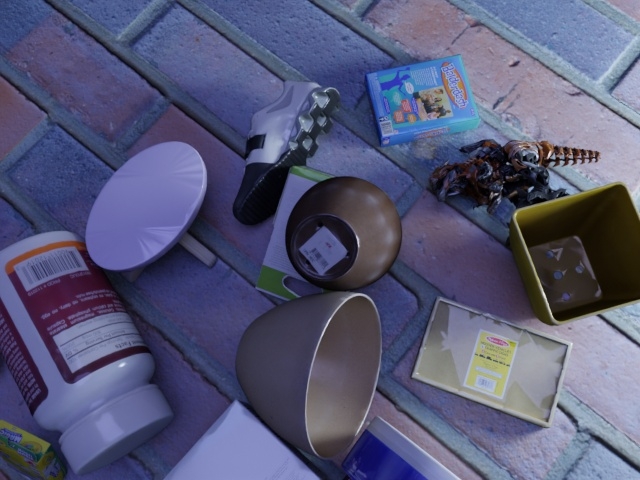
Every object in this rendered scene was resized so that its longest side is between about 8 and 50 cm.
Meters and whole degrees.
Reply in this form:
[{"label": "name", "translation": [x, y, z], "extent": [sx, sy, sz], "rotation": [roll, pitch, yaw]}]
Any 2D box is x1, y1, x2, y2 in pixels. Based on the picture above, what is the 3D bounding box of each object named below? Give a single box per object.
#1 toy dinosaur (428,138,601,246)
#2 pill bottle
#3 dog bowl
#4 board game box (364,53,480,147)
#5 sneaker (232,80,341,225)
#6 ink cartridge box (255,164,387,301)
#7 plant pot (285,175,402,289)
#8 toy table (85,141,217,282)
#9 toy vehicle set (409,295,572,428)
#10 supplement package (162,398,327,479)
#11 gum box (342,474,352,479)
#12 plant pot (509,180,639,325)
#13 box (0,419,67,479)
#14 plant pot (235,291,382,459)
[{"label": "toy dinosaur", "translation": [0.386, -0.129, 1.315], "extent": [0.322, 0.164, 0.218], "rotation": [-26, 56, 17]}, {"label": "pill bottle", "translation": [-0.439, 0.198, 1.207], "extent": [0.224, 0.224, 0.392], "rotation": [-32, 75, -7]}, {"label": "dog bowl", "translation": [0.166, 0.410, 1.098], "extent": [0.265, 0.265, 0.104], "rotation": [37, 80, 12]}, {"label": "board game box", "translation": [0.212, -0.295, 1.414], "extent": [0.211, 0.047, 0.160], "rotation": [-11, 73, 0]}, {"label": "sneaker", "translation": [-0.100, -0.185, 1.373], "extent": [0.146, 0.122, 0.330], "rotation": [26, 77, 28]}, {"label": "ink cartridge box", "translation": [0.000, 0.000, 1.318], "extent": [0.189, 0.097, 0.255], "rotation": [20, 100, 7]}, {"label": "plant pot", "translation": [0.026, 0.000, 1.147], "extent": [0.216, 0.230, 0.215], "rotation": [1, 97, 10]}, {"label": "toy table", "translation": [-0.317, -0.045, 1.305], "extent": [0.274, 0.161, 0.252], "rotation": [-43, 77, -9]}, {"label": "toy vehicle set", "translation": [0.321, 0.227, 1.264], "extent": [0.267, 0.035, 0.165], "rotation": [20, 75, 8]}, {"label": "supplement package", "translation": [-0.129, 0.419, 1.167], "extent": [0.203, 0.149, 0.194], "rotation": [41, 80, 13]}, {"label": "gum box", "translation": [0.036, 0.459, 1.128], "extent": [0.062, 0.188, 0.107], "rotation": [40, 79, 12]}, {"label": "plant pot", "translation": [0.463, 0.044, 1.233], "extent": [0.212, 0.187, 0.212], "rotation": [-15, 74, -3]}, {"label": "box", "translation": [-0.517, 0.376, 1.181], "extent": [0.105, 0.179, 0.043], "rotation": [23, 56, 8]}, {"label": "plant pot", "translation": [-0.035, 0.218, 1.181], "extent": [0.191, 0.284, 0.283], "rotation": [8, 73, 29]}]
